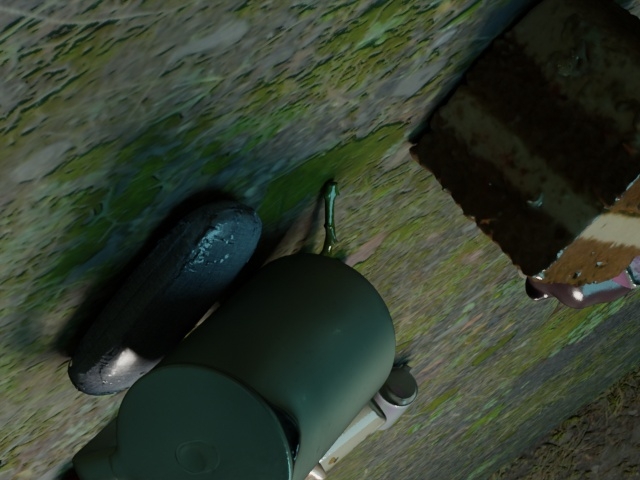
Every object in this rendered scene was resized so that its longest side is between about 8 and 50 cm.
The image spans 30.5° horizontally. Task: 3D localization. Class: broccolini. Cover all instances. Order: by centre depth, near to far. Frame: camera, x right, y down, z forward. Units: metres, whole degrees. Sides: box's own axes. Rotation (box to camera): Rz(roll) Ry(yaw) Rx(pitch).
[{"bbox_3d":[0.004,0.006,1.412,0.054,0.052,0.194,-26,153,-36],"label":"broccolini"}]

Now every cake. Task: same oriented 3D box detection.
[{"bbox_3d":[0.308,-0.119,1.386,0.282,0.256,0.290,2,129,-54],"label":"cake"}]

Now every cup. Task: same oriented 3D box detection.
[{"bbox_3d":[0.124,0.266,2.041,0.104,0.074,0.116,-58,175,-37],"label":"cup"}]

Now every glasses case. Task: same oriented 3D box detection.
[{"bbox_3d":[-0.166,0.065,1.252,0.282,0.067,0.109,-48,154,22],"label":"glasses case"}]

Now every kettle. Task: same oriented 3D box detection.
[{"bbox_3d":[-0.088,0.155,1.287,0.318,0.264,0.205,-44,145,-60],"label":"kettle"}]

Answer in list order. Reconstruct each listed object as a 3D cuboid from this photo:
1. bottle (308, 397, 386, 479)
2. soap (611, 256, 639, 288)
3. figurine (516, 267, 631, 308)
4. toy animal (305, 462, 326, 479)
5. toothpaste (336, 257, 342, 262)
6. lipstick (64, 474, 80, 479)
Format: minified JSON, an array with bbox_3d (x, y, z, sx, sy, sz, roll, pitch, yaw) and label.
[{"bbox_3d":[-0.014,0.315,1.861,0.233,0.110,0.110,-40,156,1],"label":"bottle"},{"bbox_3d":[0.432,-0.087,1.635,0.181,0.259,0.081,-37,-162,-8],"label":"soap"},{"bbox_3d":[0.406,-0.007,1.873,0.218,0.206,0.365,-15,180,1],"label":"figurine"},{"bbox_3d":[-0.123,0.363,1.733,0.250,0.154,0.166,-43,-170,-9],"label":"toy animal"},{"bbox_3d":[-0.034,0.093,1.529,0.178,0.037,0.043,-36,157,-7],"label":"toothpaste"},{"bbox_3d":[-0.231,0.315,1.590,0.241,0.080,0.080,-19,149,-39],"label":"lipstick"}]
